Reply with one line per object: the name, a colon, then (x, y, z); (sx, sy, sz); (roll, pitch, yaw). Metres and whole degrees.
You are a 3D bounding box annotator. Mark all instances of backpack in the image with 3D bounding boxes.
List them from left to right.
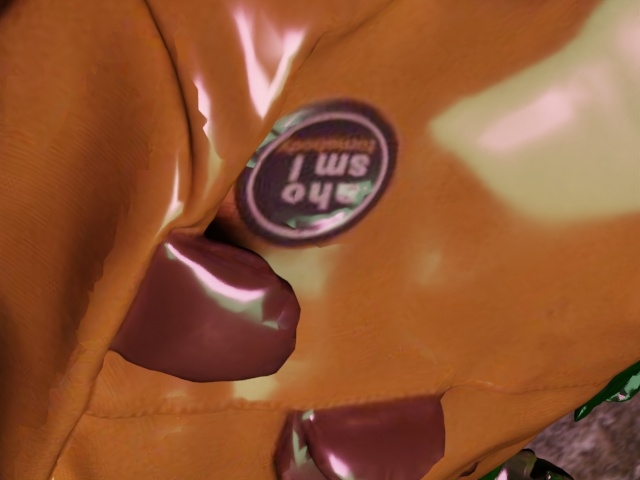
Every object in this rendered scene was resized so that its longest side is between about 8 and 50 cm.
backpack: (0.000, -0.005, 0.753); (0.353, 0.201, 0.378); (-5, 138, -25)

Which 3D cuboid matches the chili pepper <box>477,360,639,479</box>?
chili pepper: (0.107, 0.061, 0.922); (0.099, 0.083, 0.253); (20, 100, -20)
